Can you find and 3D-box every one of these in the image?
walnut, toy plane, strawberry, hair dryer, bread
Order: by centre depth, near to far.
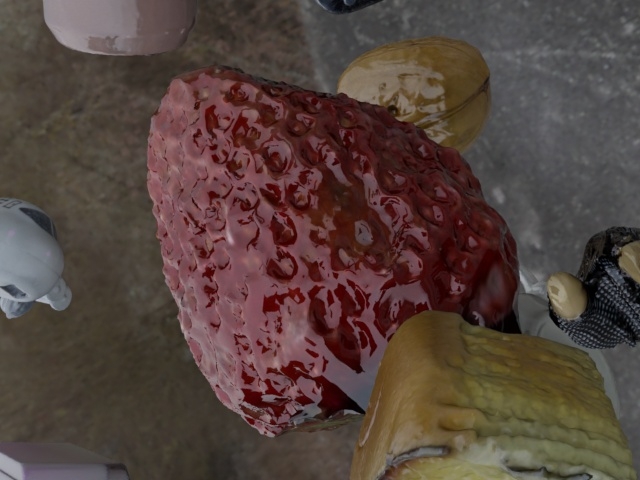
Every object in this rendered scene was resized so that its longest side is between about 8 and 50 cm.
[{"bbox_3d":[0.083,0.142,0.593,0.169,0.140,0.160,-68,-9,-75],"label":"bread"},{"bbox_3d":[-0.118,-0.173,0.625,0.344,0.107,0.189,-109,19,-66],"label":"hair dryer"},{"bbox_3d":[0.012,0.006,0.948,0.292,0.292,0.310,126,133,-68],"label":"strawberry"},{"bbox_3d":[0.097,-0.145,1.208,0.180,0.144,0.144,-3,124,22],"label":"walnut"},{"bbox_3d":[-0.377,-0.002,1.237,0.252,0.118,0.252,27,163,9],"label":"toy plane"}]

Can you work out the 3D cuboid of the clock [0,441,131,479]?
[{"bbox_3d":[-0.167,0.222,0.651,0.150,0.063,0.197,-8,77,64],"label":"clock"}]

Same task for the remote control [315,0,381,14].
[{"bbox_3d":[0.107,-0.342,1.293,0.066,0.266,0.090,-115,4,-51],"label":"remote control"}]

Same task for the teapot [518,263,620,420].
[{"bbox_3d":[0.200,0.144,1.122,0.166,0.208,0.299,-52,31,37],"label":"teapot"}]

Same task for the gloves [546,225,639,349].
[{"bbox_3d":[0.242,0.031,0.839,0.129,0.106,0.180,26,167,11],"label":"gloves"}]
